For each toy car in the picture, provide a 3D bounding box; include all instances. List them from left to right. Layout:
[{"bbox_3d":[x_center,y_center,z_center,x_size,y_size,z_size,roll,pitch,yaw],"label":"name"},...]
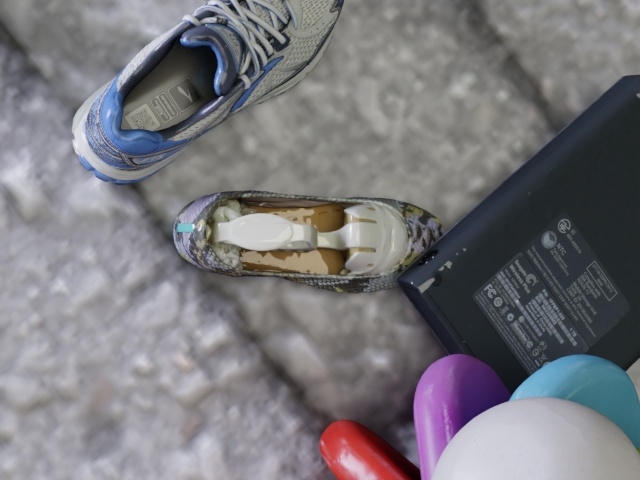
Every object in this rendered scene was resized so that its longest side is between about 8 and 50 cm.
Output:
[{"bbox_3d":[0.058,0.108,0.588,0.182,0.159,0.136,-30,47,17],"label":"toy car"}]

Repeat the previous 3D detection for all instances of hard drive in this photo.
[{"bbox_3d":[0.109,0.009,0.659,0.135,0.022,0.094,-41,107,-14],"label":"hard drive"}]

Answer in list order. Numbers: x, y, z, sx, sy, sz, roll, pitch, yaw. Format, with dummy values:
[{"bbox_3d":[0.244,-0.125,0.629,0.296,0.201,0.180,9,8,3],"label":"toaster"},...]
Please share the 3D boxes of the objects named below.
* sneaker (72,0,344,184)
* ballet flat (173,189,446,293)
[{"bbox_3d":[-0.036,-0.072,0.626,0.135,0.058,0.052,-44,95,-14],"label":"sneaker"},{"bbox_3d":[0.000,0.000,0.636,0.114,0.041,0.041,3,83,-13],"label":"ballet flat"}]
